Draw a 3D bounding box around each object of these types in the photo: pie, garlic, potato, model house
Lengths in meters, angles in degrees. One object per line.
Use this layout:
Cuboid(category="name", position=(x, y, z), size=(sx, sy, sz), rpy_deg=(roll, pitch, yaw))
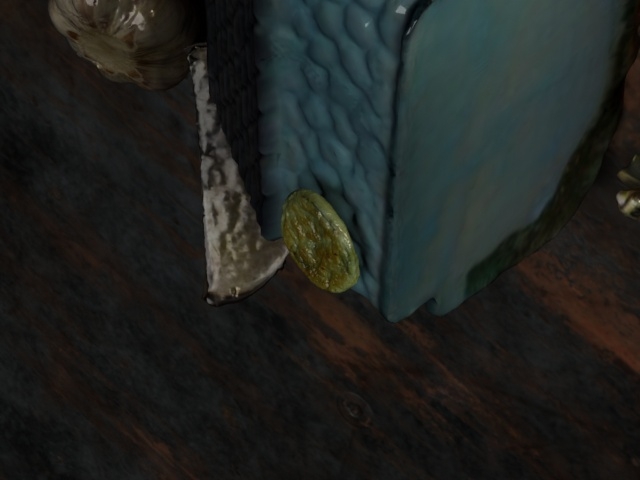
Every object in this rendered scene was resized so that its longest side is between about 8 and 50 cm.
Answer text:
Cuboid(category="pie", position=(0.001, 0.000, 1.302), size=(0.084, 0.021, 0.084), rpy_deg=(37, 143, 34))
Cuboid(category="garlic", position=(-0.180, -0.214, 1.665), size=(0.147, 0.102, 0.159), rpy_deg=(-4, 141, 41))
Cuboid(category="potato", position=(-0.064, -0.076, 1.703), size=(0.120, 0.100, 0.261), rpy_deg=(-2, 110, -2))
Cuboid(category="model house", position=(0.032, -0.172, 1.386), size=(0.339, 0.297, 0.360), rpy_deg=(32, 144, 28))

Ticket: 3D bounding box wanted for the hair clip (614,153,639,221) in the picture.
Cuboid(category="hair clip", position=(0.360, 0.020, 1.391), size=(0.292, 0.084, 0.106), rpy_deg=(35, 134, 8))
